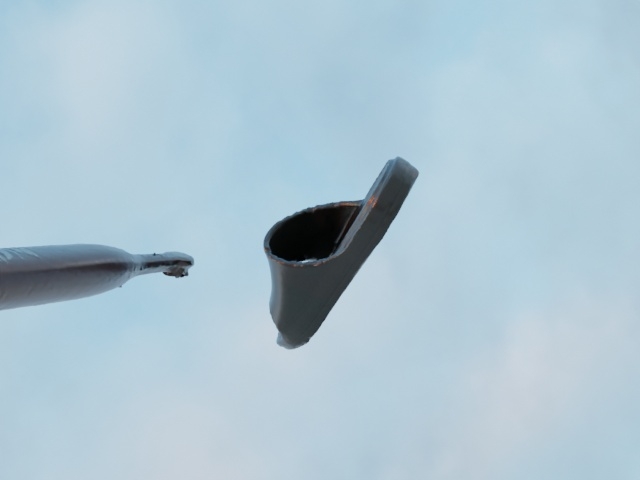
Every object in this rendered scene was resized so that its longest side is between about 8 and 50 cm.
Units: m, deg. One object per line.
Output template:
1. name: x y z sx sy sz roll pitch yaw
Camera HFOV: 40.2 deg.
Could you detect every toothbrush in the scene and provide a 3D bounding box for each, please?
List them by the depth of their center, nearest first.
1. toothbrush: -0.167 0.021 0.585 0.041 0.041 0.364 -55 -12 10

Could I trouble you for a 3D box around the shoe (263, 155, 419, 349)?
1. shoe: 0.000 0.000 0.822 0.093 0.108 0.241 33 -47 -2
